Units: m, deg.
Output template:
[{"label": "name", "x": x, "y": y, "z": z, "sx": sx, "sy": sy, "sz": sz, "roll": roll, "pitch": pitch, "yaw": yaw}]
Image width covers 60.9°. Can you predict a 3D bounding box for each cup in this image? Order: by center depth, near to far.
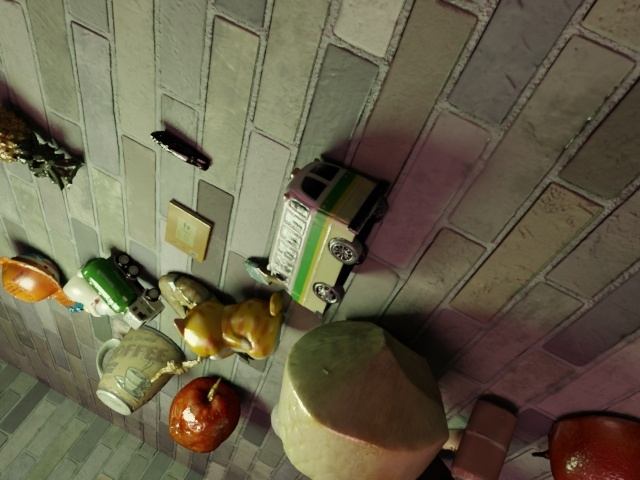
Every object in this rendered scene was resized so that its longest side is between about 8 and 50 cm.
[{"label": "cup", "x": -0.671, "y": 0.444, "z": 1.889, "sx": 0.301, "sy": 0.257, "sz": 0.227, "roll": 15, "pitch": 136, "yaw": 23}]

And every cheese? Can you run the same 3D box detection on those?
[{"label": "cheese", "x": -0.952, "y": 0.154, "z": 1.868, "sx": 0.217, "sy": 0.129, "sz": 0.329, "roll": -16, "pitch": 134, "yaw": 39}]

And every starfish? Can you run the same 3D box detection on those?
[{"label": "starfish", "x": -0.463, "y": 0.422, "z": 1.796, "sx": 0.210, "sy": 0.053, "sz": 0.150, "roll": -24, "pitch": 153, "yaw": 0}]

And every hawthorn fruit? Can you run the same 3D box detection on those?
[{"label": "hawthorn fruit", "x": -0.404, "y": 0.602, "z": 1.886, "sx": 0.258, "sy": 0.258, "sz": 0.262, "roll": 29, "pitch": 158, "yaw": 3}]

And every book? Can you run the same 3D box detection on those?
[{"label": "book", "x": -0.332, "y": -0.019, "z": 1.357, "sx": 0.118, "sy": 0.012, "sz": 0.172, "roll": 31, "pitch": 142, "yaw": 1}]

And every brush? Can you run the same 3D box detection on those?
[{"label": "brush", "x": -0.117, "y": 0.084, "z": 1.272, "sx": 0.196, "sy": 0.021, "sz": 0.070, "roll": 13, "pitch": 140, "yaw": 50}]

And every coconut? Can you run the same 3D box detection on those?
[{"label": "coconut", "x": 0.099, "y": 0.364, "z": 1.224, "sx": 0.416, "sy": 0.344, "sz": 0.415, "roll": 7, "pitch": 121, "yaw": 12}]

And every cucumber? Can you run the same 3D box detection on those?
[{"label": "cucumber", "x": -0.292, "y": -0.186, "z": 1.134, "sx": 0.135, "sy": 0.034, "sz": 0.033, "roll": 33, "pitch": 137, "yaw": -2}]

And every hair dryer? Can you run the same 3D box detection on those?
[{"label": "hair dryer", "x": 0.353, "y": 0.520, "z": 1.377, "sx": 0.107, "sy": 0.189, "sz": 0.344, "roll": 30, "pitch": 156, "yaw": -2}]

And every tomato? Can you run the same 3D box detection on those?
[{"label": "tomato", "x": 0.632, "y": 0.528, "z": 1.179, "sx": 0.309, "sy": 0.170, "sz": 0.309, "roll": 19, "pitch": 141, "yaw": 16}]

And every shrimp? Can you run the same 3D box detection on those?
[{"label": "shrimp", "x": -0.329, "y": 0.232, "z": 1.577, "sx": 0.360, "sy": 0.085, "sz": 0.247, "roll": 42, "pitch": 145, "yaw": -4}]

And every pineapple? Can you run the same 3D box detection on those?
[{"label": "pineapple", "x": -0.702, "y": -0.218, "z": 1.311, "sx": 0.248, "sy": 0.128, "sz": 0.128, "roll": 31, "pitch": 142, "yaw": -8}]

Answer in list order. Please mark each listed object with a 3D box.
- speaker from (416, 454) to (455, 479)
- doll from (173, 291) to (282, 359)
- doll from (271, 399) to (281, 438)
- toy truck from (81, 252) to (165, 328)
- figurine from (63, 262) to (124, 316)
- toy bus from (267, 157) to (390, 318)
[{"label": "speaker", "x": 0.212, "y": 0.676, "z": 1.519, "sx": 0.184, "sy": 0.254, "sz": 0.232, "roll": 17, "pitch": 146, "yaw": 56}, {"label": "doll", "x": -0.221, "y": 0.228, "z": 1.395, "sx": 0.270, "sy": 0.162, "sz": 0.166, "roll": -7, "pitch": 174, "yaw": 2}, {"label": "doll", "x": -0.052, "y": 0.513, "z": 1.646, "sx": 0.151, "sy": 0.151, "sz": 0.287, "roll": 33, "pitch": 138, "yaw": -2}, {"label": "toy truck", "x": -0.573, "y": 0.144, "z": 1.584, "sx": 0.242, "sy": 0.125, "sz": 0.101, "roll": 49, "pitch": 139, "yaw": -3}, {"label": "figurine", "x": -0.684, "y": 0.185, "z": 1.724, "sx": 0.235, "sy": 0.127, "sz": 0.155, "roll": 40, "pitch": 123, "yaw": -15}, {"label": "toy bus", "x": 0.000, "y": 0.000, "z": 1.054, "sx": 0.179, "sy": 0.143, "sz": 0.305, "roll": 28, "pitch": 142, "yaw": 8}]
